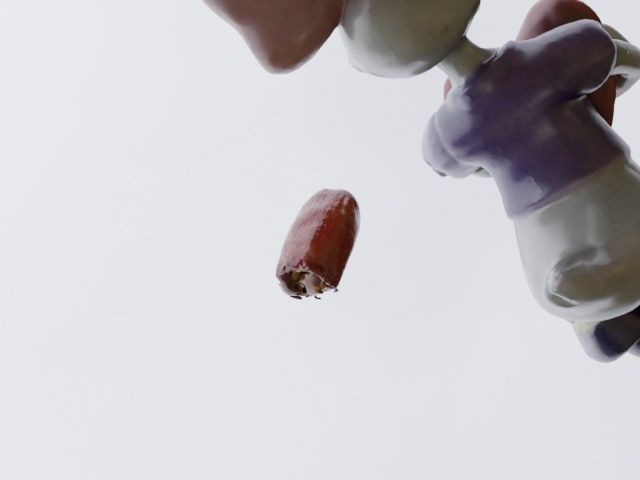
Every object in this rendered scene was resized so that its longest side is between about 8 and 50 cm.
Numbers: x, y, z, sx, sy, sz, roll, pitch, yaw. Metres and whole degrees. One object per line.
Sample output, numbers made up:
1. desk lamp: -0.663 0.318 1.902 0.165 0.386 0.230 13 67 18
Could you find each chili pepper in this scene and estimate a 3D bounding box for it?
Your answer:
1. chili pepper: 0.000 0.000 1.205 0.070 0.073 0.123 28 -129 -6

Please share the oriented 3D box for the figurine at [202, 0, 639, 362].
1. figurine: 0.117 -0.058 0.683 0.421 0.154 0.193 48 -147 -19
